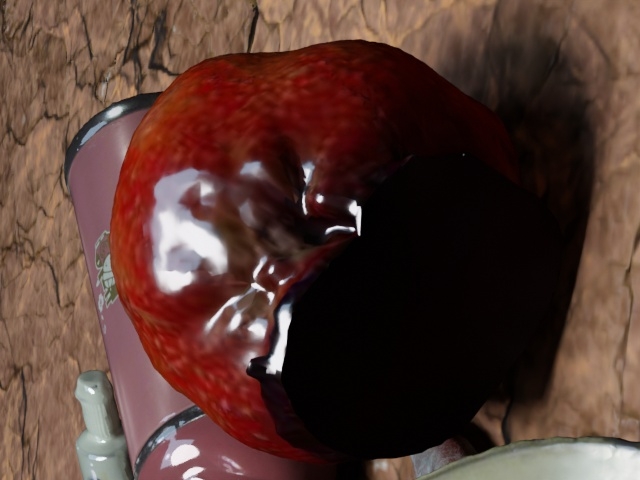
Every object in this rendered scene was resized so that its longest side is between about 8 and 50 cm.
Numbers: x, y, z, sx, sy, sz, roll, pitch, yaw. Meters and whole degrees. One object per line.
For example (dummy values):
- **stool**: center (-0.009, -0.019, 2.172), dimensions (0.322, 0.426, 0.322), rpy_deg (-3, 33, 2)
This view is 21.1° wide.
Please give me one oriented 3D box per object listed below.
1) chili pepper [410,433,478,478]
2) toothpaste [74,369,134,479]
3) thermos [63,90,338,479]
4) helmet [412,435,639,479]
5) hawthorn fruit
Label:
- **chili pepper**: center (0.064, 0.129, 0.747), dimensions (0.050, 0.041, 0.153), rpy_deg (-49, 23, 20)
- **toothpaste**: center (-0.103, 0.190, 0.992), dimensions (0.067, 0.037, 0.255), rpy_deg (32, 138, 58)
- **thermos**: center (-0.048, 0.062, 0.933), dimensions (0.109, 0.136, 0.330), rpy_deg (72, 179, -49)
- **helmet**: center (0.094, 0.209, 0.566), dimensions (0.204, 0.137, 0.258), rpy_deg (-7, 57, 27)
- **hawthorn fruit**: center (0.000, 0.000, 0.776), dimensions (0.251, 0.189, 0.190), rpy_deg (-137, 55, -82)
